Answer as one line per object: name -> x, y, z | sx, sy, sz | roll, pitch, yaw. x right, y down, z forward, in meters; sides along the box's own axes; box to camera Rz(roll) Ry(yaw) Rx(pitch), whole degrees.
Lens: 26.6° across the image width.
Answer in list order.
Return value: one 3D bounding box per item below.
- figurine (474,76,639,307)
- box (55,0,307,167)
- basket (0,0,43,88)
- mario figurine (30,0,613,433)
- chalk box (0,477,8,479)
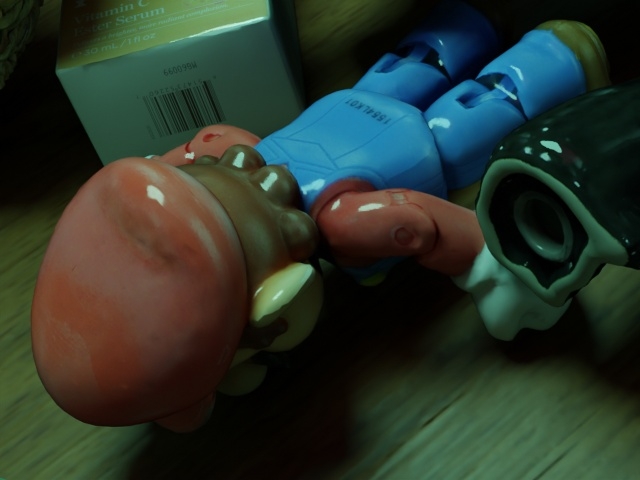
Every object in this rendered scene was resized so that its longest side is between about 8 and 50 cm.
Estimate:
figurine -> 0.215, -0.014, 0.587 | 0.209, 0.092, 0.215 | -37, 69, -22
box -> -0.086, -0.138, 0.846 | 0.130, 0.091, 0.170 | -15, 44, 6
basket -> -0.289, -0.247, 0.757 | 0.299, 0.223, 0.213 | 11, 40, -3
mario figurine -> 0.000, 0.000, 0.689 | 0.321, 0.170, 0.198 | -32, 7, -26
chalk box -> -0.150, 0.211, 0.407 | 0.179, 0.180, 0.289 | 31, 83, 40
